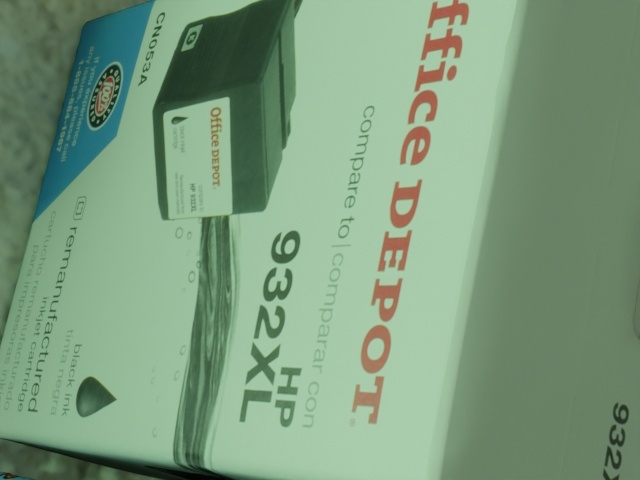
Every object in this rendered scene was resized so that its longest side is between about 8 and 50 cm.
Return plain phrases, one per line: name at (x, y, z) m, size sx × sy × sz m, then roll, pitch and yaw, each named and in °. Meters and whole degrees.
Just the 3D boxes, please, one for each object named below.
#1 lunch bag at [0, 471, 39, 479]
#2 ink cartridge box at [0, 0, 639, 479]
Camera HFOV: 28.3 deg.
lunch bag at (-0.145, 0.239, 0.472) m, size 0.293 × 0.221 × 0.138 m, roll -44°, pitch 115°, yaw -33°
ink cartridge box at (0.000, 0.000, 0.553) m, size 0.129 × 0.307 × 0.223 m, roll 23°, pitch 73°, yaw -38°
